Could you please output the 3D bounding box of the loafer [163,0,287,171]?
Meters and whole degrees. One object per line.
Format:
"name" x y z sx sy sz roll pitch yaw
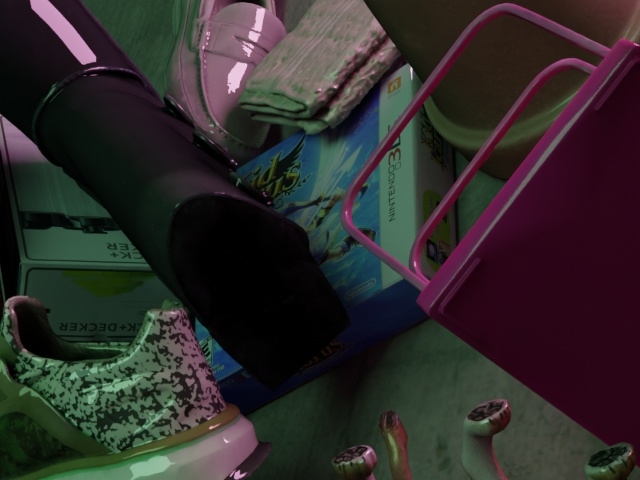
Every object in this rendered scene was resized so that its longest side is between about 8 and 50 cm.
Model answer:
"loafer" -0.091 -0.191 1.927 0.111 0.112 0.319 -45 34 29

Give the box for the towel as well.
"towel" 0.049 -0.212 1.780 0.282 0.049 0.187 -49 23 -10

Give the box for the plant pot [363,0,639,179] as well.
"plant pot" 0.143 -0.213 1.566 0.263 0.229 0.263 -29 43 31

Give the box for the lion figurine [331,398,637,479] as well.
"lion figurine" 0.153 0.242 1.238 0.142 0.240 0.392 -29 16 -11

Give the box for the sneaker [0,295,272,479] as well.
"sneaker" -0.243 0.133 1.551 0.410 0.182 0.158 -10 8 21

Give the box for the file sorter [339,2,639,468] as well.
"file sorter" 0.190 0.005 1.273 0.202 0.291 0.182 -52 31 3

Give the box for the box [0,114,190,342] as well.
"box" -0.228 -0.015 1.864 0.290 0.169 0.087 -111 29 -55

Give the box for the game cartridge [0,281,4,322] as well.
"game cartridge" -0.336 0.062 1.856 0.068 0.355 0.230 -10 40 -13

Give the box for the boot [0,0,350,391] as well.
"boot" -0.193 -0.092 1.615 0.146 0.367 0.445 -48 38 8

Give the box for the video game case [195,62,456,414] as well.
"video game case" 0.000 0.000 1.701 0.269 0.061 0.244 -30 40 31
